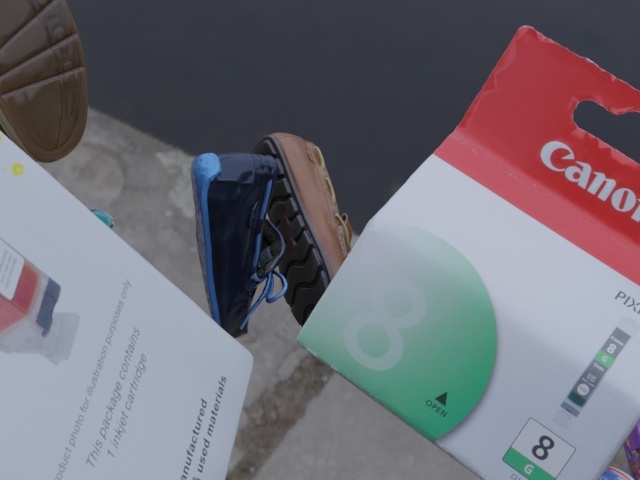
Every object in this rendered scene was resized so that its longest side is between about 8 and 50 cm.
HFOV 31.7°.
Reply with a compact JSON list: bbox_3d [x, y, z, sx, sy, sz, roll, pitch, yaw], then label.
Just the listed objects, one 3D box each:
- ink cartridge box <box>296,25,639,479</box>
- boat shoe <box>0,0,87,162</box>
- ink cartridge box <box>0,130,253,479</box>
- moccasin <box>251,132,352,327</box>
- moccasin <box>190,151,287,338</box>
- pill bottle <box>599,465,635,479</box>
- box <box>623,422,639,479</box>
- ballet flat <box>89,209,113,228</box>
[{"bbox_3d":[0.120,0.015,0.622,0.181,0.224,0.056,35,12,17],"label":"ink cartridge box"},{"bbox_3d":[-0.337,-0.228,1.061,0.123,0.342,0.123,-7,27,40],"label":"boat shoe"},{"bbox_3d":[-0.263,0.041,0.532,0.279,0.384,0.160,-15,45,33],"label":"ink cartridge box"},{"bbox_3d":[-0.002,0.002,1.819,0.147,0.139,0.380,1,55,-36],"label":"moccasin"},{"bbox_3d":[-0.098,0.021,1.482,0.117,0.342,0.137,-11,57,-10],"label":"moccasin"},{"bbox_3d":[0.214,0.287,1.072,0.222,0.124,0.124,1,40,-44],"label":"pill bottle"},{"bbox_3d":[0.468,0.194,1.402,0.201,0.057,0.293,-4,68,-11],"label":"box"},{"bbox_3d":[-0.380,-0.032,1.868,0.114,0.041,0.041,10,48,29],"label":"ballet flat"}]
